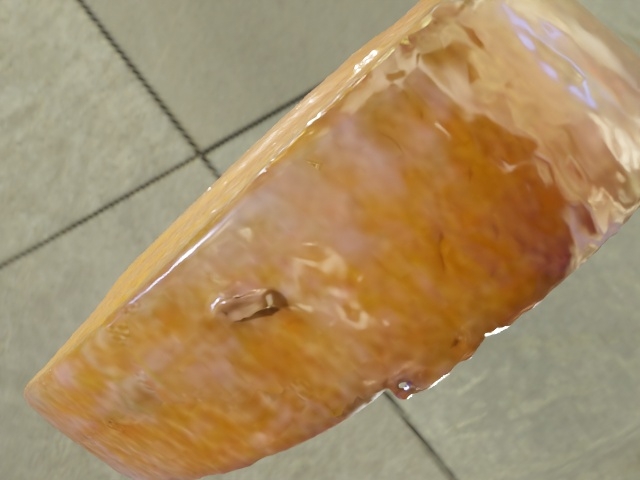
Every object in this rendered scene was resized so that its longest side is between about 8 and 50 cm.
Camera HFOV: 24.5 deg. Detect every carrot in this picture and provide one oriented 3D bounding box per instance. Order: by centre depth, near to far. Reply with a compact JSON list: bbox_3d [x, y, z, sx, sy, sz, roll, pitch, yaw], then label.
[{"bbox_3d":[0.000,0.000,0.596,0.100,0.307,0.258,51,56,-4],"label":"carrot"}]
